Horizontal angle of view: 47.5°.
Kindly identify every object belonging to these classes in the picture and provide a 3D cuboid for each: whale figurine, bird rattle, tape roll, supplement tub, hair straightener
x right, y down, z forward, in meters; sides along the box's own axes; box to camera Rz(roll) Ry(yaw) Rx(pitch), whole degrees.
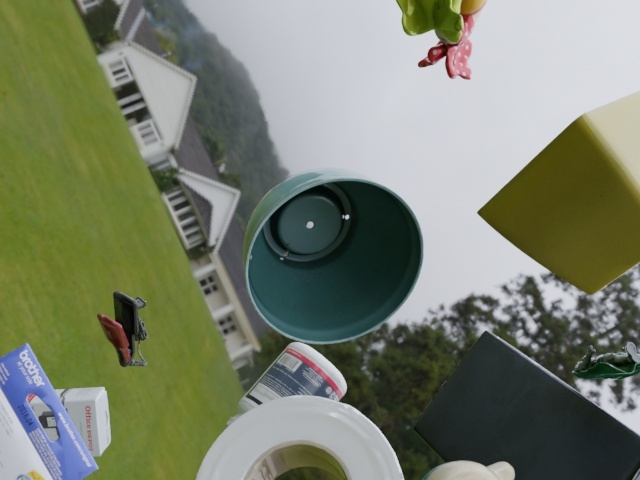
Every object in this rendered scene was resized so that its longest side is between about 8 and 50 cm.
[{"bbox_3d":[0.275,0.478,1.216,0.272,0.216,0.141,23,-22,-10],"label":"whale figurine"},{"bbox_3d":[0.251,-0.405,1.290,0.143,0.206,0.253,33,5,30],"label":"bird rattle"},{"bbox_3d":[-0.027,0.358,0.976,0.286,0.286,0.100,55,-13,34],"label":"tape roll"},{"bbox_3d":[-0.083,0.406,1.802,0.191,0.272,0.191,36,-21,16],"label":"supplement tub"},{"bbox_3d":[-0.283,0.135,1.113,0.047,0.089,0.230,24,-29,11],"label":"hair straightener"}]

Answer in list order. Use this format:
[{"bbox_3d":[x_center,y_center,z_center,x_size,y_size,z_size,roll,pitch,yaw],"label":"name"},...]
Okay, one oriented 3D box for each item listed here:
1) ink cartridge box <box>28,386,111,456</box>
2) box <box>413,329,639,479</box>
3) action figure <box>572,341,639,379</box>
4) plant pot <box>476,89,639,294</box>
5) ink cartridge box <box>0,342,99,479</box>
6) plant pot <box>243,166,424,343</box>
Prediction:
[{"bbox_3d":[-0.459,0.326,1.294,0.063,0.151,0.109,-98,-175,-82],"label":"ink cartridge box"},{"bbox_3d":[0.539,0.497,1.542,0.472,0.297,0.480,34,1,-33],"label":"box"},{"bbox_3d":[0.532,0.226,1.337,0.232,0.137,0.063,119,-29,-71],"label":"action figure"},{"bbox_3d":[0.388,-0.052,1.000,0.187,0.212,0.212,54,-44,13],"label":"plant pot"},{"bbox_3d":[-0.442,0.274,0.841,0.185,0.311,0.065,60,-20,-1],"label":"ink cartridge box"},{"bbox_3d":[0.000,0.000,1.228,0.196,0.293,0.293,-124,-166,-61],"label":"plant pot"}]
